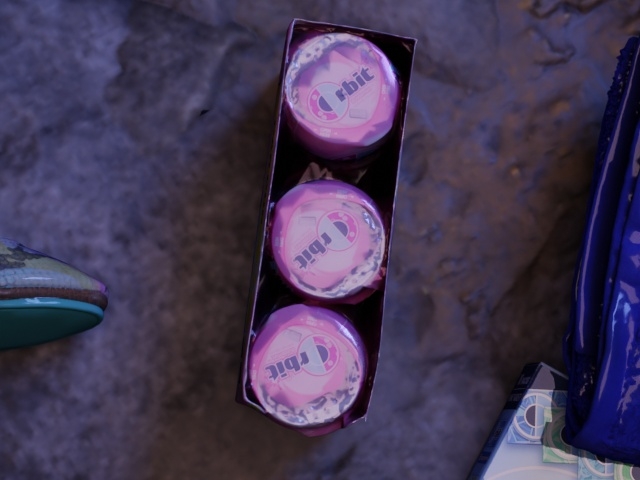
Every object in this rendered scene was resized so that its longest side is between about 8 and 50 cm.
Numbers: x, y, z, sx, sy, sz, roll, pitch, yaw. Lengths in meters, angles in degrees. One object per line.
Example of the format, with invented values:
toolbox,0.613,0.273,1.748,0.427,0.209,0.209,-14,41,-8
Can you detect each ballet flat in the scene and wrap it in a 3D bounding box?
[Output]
ballet flat,-0.218,0.028,0.764,0.222,0.077,0.079,-15,65,-5

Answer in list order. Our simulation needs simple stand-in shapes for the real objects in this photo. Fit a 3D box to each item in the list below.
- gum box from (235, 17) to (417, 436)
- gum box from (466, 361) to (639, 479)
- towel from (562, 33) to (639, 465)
gum box,0.000,0.000,0.757,0.062,0.107,0.188,8,84,-3
gum box,0.133,0.178,0.779,0.157,0.041,0.184,29,82,0
towel,0.276,0.019,0.778,0.308,0.076,0.227,13,89,-11
